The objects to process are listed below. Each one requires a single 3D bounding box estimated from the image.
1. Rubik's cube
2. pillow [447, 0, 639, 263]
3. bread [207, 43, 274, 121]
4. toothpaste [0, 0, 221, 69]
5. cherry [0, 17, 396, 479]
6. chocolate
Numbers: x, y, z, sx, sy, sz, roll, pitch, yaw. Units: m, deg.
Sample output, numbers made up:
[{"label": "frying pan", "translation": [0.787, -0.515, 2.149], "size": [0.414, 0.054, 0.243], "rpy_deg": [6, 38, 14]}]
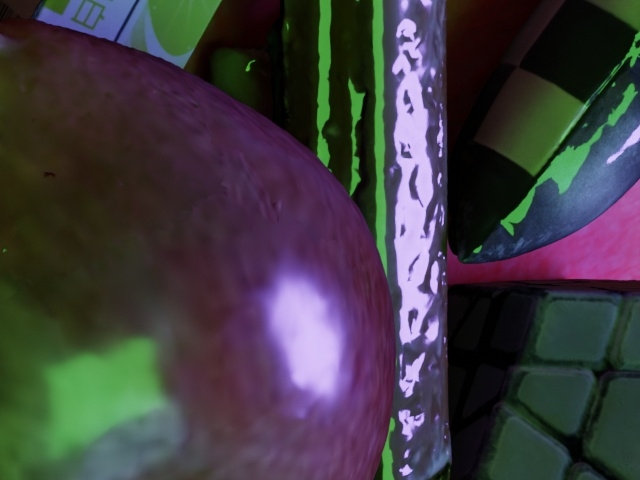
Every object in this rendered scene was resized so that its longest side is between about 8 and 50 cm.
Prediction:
[{"label": "Rubik's cube", "translation": [0.180, 0.159, 0.751], "size": [0.319, 0.264, 0.319], "rpy_deg": [-18, 127, -26]}, {"label": "pillow", "translation": [0.152, -0.085, 0.663], "size": [0.250, 0.106, 0.186], "rpy_deg": [-54, 176, 6]}, {"label": "bread", "translation": [0.000, 0.000, 0.651], "size": [0.128, 0.088, 0.231], "rpy_deg": [-16, 122, -37]}, {"label": "toothpaste", "translation": [-0.046, -0.197, 0.501], "size": [0.081, 0.067, 0.336], "rpy_deg": [21, 105, -45]}, {"label": "cherry", "translation": [-0.091, 0.049, 0.454], "size": [0.261, 0.221, 0.307], "rpy_deg": [-26, 146, -23]}, {"label": "chocolate", "translation": [0.026, -0.017, 0.576], "size": [0.102, 0.065, 0.329], "rpy_deg": [-9, 107, -29]}]
